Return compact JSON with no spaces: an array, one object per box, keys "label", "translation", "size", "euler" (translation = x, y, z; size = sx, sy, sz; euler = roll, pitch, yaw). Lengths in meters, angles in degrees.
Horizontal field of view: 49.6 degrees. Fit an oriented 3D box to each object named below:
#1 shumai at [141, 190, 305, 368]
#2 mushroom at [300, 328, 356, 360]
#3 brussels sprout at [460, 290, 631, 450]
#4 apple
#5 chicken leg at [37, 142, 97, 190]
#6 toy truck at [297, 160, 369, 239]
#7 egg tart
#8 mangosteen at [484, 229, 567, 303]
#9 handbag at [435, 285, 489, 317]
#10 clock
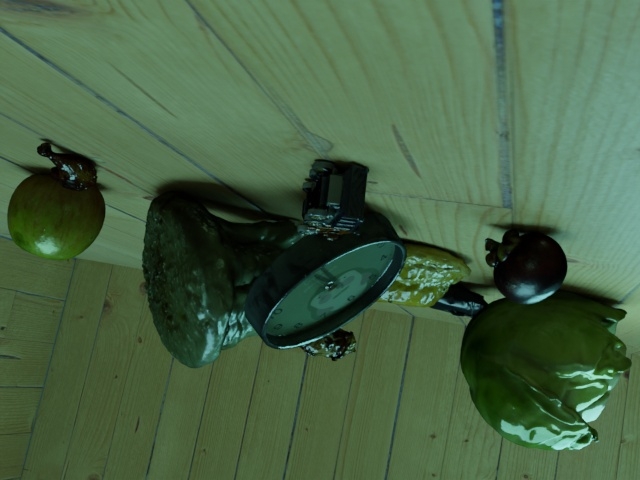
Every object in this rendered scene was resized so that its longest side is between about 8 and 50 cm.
[{"label":"shumai","translation":[-0.178,0.063,1.413],"size":[0.324,0.323,0.397],"euler":[-4,-161,-29]},{"label":"mushroom","translation":[-0.115,0.202,2.040],"size":[0.334,0.356,0.331],"euler":[-17,-158,-27]},{"label":"brussels sprout","translation":[0.532,0.289,1.711],"size":[0.361,0.342,0.425],"euler":[26,-142,13]},{"label":"apple","translation":[-0.567,-0.049,1.482],"size":[0.196,0.195,0.196],"euler":[11,171,2]},{"label":"chicken leg","translation":[-0.455,-0.127,1.260],"size":[0.090,0.048,0.219],"euler":[10,172,-10]},{"label":"toy truck","translation":[0.022,-0.055,1.016],"size":[0.092,0.083,0.192],"euler":[7,171,-7]},{"label":"egg tart","translation":[0.172,0.083,1.552],"size":[0.319,0.128,0.319],"euler":[9,173,1]},{"label":"mangosteen","translation":[0.329,0.037,1.132],"size":[0.140,0.140,0.140],"euler":[11,171,2]},{"label":"handbag","translation":[0.375,0.169,1.967],"size":[0.211,0.088,0.254],"euler":[15,173,15]},{"label":"clock","translation":[0.014,0.080,1.258],"size":[0.066,0.319,0.319],"euler":[55,-167,27]}]
